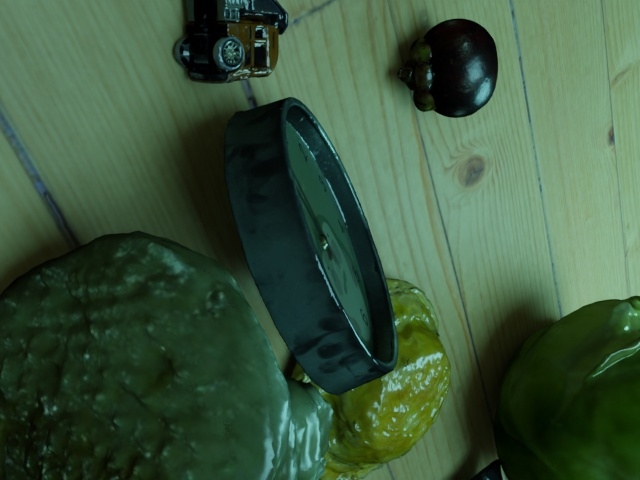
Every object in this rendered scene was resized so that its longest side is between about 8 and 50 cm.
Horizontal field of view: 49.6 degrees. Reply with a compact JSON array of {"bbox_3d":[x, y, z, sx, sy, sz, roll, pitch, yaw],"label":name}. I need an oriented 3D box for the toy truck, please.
[{"bbox_3d":[-0.092,-0.259,0.708,0.092,0.083,0.192,-14,111,-43],"label":"toy truck"}]

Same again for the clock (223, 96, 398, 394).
[{"bbox_3d":[-0.001,0.001,0.737,0.066,0.318,0.318,-21,126,14],"label":"clock"}]

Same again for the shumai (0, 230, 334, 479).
[{"bbox_3d":[-0.141,0.196,0.681,0.397,0.324,0.323,-55,152,11],"label":"shumai"}]

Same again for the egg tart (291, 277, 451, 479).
[{"bbox_3d":[0.090,0.211,0.980,0.319,0.128,0.318,-16,114,-39],"label":"egg tart"}]

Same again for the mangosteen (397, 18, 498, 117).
[{"bbox_3d":[0.168,-0.228,0.927,0.140,0.140,0.140,-14,111,-38],"label":"mangosteen"}]

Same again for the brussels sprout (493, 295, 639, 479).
[{"bbox_3d":[0.470,0.299,1.191,0.361,0.342,0.425,-22,162,-17],"label":"brussels sprout"}]

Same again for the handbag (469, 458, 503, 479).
[{"bbox_3d":[0.269,0.541,1.261,0.211,0.089,0.254,-31,122,-24],"label":"handbag"}]
